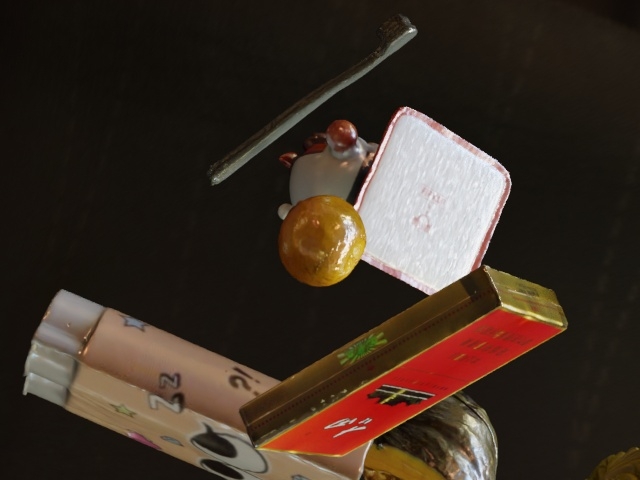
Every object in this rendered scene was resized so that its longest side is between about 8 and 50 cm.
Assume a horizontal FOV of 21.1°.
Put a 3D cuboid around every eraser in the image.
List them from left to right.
[{"bbox_3d":[-0.107,0.144,1.474,0.290,0.171,0.087,24,68,-2],"label":"eraser"}]

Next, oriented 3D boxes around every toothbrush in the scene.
[{"bbox_3d":[-0.015,-0.153,1.912,0.297,0.030,0.030,-37,66,17],"label":"toothbrush"}]

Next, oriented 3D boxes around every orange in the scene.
[{"bbox_3d":[0.000,0.000,1.507,0.070,0.083,0.083,34,76,21],"label":"orange"}]

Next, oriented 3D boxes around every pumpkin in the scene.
[{"bbox_3d":[0.103,0.213,1.879,0.248,0.126,0.131,45,47,-2],"label":"pumpkin"}]

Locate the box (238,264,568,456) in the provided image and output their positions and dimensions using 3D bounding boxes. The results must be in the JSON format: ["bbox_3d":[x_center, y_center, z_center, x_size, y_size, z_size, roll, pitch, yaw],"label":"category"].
[{"bbox_3d":[0.039,0.057,0.772,0.133,0.090,0.023,-31,67,17],"label":"box"}]

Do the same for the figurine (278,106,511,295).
[{"bbox_3d":[0.046,-0.048,1.821,0.183,0.226,0.160,29,80,-37],"label":"figurine"}]

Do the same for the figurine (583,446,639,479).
[{"bbox_3d":[0.175,0.293,1.335,0.315,0.187,0.168,-23,107,-36],"label":"figurine"}]
